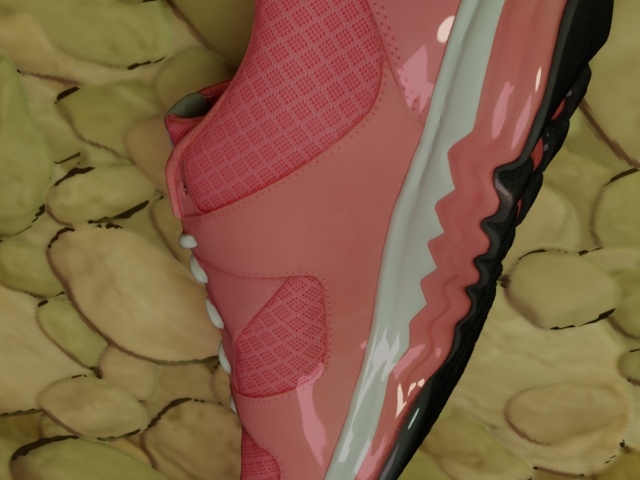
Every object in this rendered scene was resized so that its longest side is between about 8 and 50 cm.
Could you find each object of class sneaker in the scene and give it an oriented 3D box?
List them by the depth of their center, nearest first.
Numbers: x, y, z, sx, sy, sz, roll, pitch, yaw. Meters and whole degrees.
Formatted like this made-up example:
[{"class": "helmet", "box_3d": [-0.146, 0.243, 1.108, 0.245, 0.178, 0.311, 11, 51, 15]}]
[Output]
[{"class": "sneaker", "box_3d": [0.000, -0.001, 0.678, 0.136, 0.116, 0.314, 27, 127, 10]}]
